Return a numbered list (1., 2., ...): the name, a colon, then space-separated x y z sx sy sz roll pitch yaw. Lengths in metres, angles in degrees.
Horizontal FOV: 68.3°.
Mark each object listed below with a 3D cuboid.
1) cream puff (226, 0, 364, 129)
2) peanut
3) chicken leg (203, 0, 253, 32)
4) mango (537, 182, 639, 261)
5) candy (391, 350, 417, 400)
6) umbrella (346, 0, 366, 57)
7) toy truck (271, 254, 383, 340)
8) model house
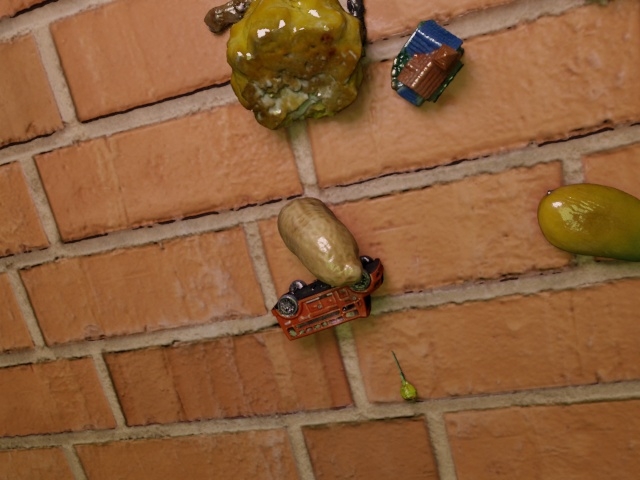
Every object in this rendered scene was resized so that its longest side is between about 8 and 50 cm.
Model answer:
1. cream puff: -0.048 -0.344 0.894 0.282 0.185 0.281 -7 144 -5
2. peanut: 0.000 0.000 0.956 0.122 0.253 0.137 -41 127 -2
3. chicken leg: -0.146 -0.468 0.944 0.198 0.069 0.084 -11 125 21
4. mango: 0.534 -0.036 0.895 0.238 0.091 0.137 8 111 4
5. candy: 0.188 0.310 1.087 0.035 0.035 0.122 -20 90 -16
6. umbrella: 0.068 -0.430 0.917 0.040 0.037 0.143 -5 101 8
7. toy truck: 0.027 0.126 1.031 0.253 0.107 0.114 -21 99 17
8. model house: 0.192 -0.327 0.859 0.119 0.148 0.148 39 106 1
